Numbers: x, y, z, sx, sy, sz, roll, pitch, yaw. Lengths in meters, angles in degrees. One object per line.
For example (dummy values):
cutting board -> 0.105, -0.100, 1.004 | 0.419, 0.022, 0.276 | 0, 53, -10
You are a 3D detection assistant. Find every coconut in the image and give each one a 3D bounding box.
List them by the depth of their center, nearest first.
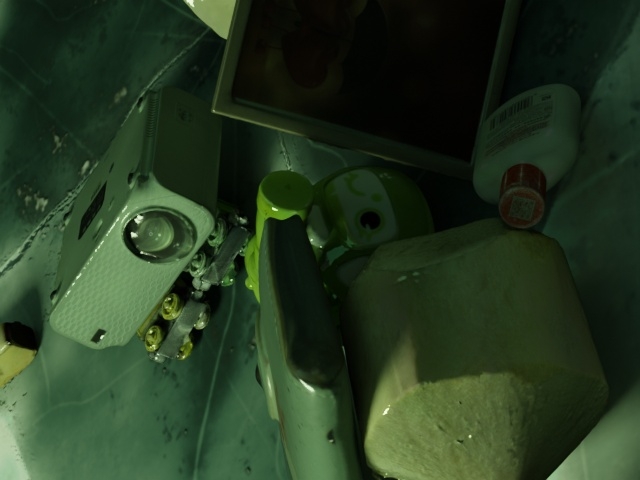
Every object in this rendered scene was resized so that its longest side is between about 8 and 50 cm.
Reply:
coconut -> 0.137, 0.121, 1.547 | 0.239, 0.239, 0.244 | -35, 49, 32

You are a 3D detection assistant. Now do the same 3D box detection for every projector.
projector -> -0.212, -0.025, 1.966 | 0.250, 0.108, 0.198 | -50, 25, 33

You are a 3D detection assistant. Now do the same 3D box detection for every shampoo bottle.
shampoo bottle -> 0.190, -0.076, 1.600 | 0.108, 0.051, 0.221 | -25, 20, 20

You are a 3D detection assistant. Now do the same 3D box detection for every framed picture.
framed picture -> 0.050, -0.190, 1.710 | 0.020, 0.290, 0.211 | 178, 106, -71

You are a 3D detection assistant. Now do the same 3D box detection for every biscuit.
biscuit -> -0.439, 0.169, 2.233 | 0.188, 0.056, 0.052 | -40, 52, 30

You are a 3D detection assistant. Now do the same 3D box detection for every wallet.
wallet -> -0.009, 0.162, 1.620 | 0.252, 0.083, 0.360 | -109, 9, -47

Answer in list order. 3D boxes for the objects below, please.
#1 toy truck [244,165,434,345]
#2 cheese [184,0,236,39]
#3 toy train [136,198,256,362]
toy truck -> 0.003, 0.011, 1.752 | 0.187, 0.211, 0.148 | -55, 43, 42
cheese -> -0.050, -0.362, 1.862 | 0.153, 0.292, 0.332 | -32, 44, 34
toy train -> -0.146, 0.046, 1.980 | 0.202, 0.060, 0.081 | -59, 37, 12
